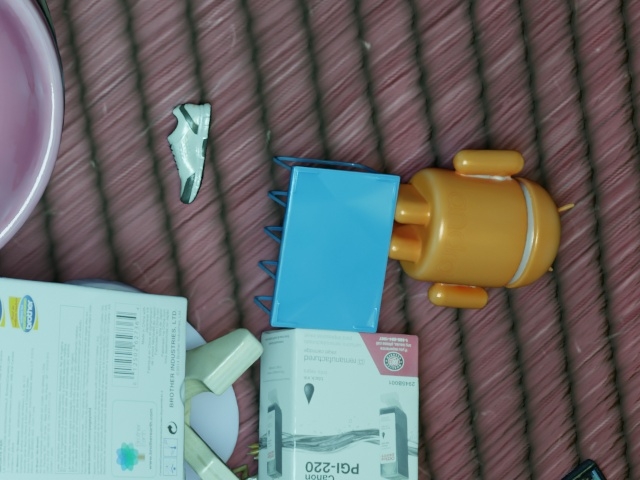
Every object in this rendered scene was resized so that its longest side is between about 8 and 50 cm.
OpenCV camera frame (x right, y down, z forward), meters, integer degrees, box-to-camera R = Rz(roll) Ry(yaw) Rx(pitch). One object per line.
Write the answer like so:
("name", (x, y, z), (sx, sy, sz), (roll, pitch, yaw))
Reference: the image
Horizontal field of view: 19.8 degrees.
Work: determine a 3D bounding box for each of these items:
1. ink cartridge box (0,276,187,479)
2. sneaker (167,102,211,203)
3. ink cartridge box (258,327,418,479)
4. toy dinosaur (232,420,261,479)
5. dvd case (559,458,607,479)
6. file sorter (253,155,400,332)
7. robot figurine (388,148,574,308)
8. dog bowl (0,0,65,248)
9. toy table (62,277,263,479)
("ink cartridge box", (-0.254, 0.132, 1.671), (0.311, 0.065, 0.185), (9, 78, -47))
("sneaker", (-0.141, -0.093, 1.926), (0.044, 0.040, 0.109), (6, 97, -4))
("ink cartridge box", (0.020, 0.208, 1.976), (0.159, 0.092, 0.218), (5, 82, -26))
("toy dinosaur", (-0.038, 0.259, 2.036), (0.211, 0.064, 0.112), (-15, 120, -5))
("dvd case", (0.269, 0.402, 2.188), (0.253, 0.022, 0.180), (-36, 110, -8))
("file sorter", (0.000, 0.000, 1.955), (0.118, 0.104, 0.170), (5, 101, -20))
("robot figurine", (0.167, -0.011, 2.000), (0.219, 0.128, 0.158), (5, 73, -19))
("dog bowl", (-0.411, -0.125, 1.642), (0.408, 0.150, 0.408), (-7, 107, -23))
("toy table", (-0.180, 0.170, 1.904), (0.274, 0.161, 0.252), (35, 90, -24))
